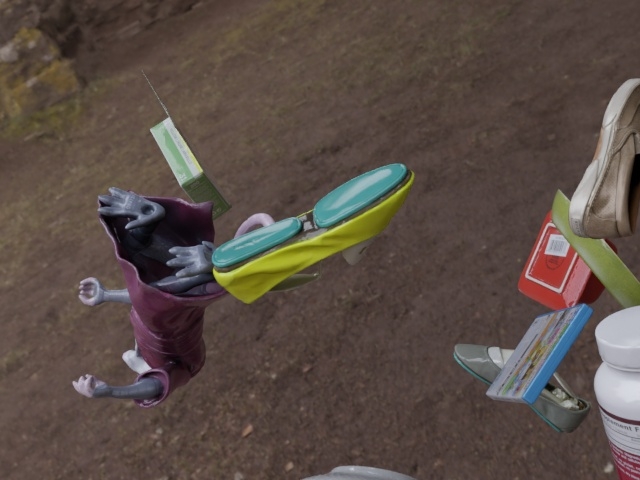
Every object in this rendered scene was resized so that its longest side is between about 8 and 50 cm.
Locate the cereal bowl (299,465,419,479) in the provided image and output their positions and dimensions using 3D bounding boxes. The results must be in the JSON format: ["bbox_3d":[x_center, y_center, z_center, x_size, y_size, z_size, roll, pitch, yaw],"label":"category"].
[{"bbox_3d":[0.081,0.447,1.185,0.338,0.339,0.141,-8,55,31],"label":"cereal bowl"}]

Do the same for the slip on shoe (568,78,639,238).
[{"bbox_3d":[0.220,-0.059,0.535,0.041,0.051,0.135,10,58,42],"label":"slip on shoe"}]

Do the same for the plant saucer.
[{"bbox_3d":[0.385,0.034,1.012,0.037,0.241,0.241,-39,26,15],"label":"plant saucer"}]

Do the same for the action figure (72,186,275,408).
[{"bbox_3d":[-0.204,0.090,1.040,0.275,0.370,0.248,-7,48,-14],"label":"action figure"}]

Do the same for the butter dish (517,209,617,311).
[{"bbox_3d":[0.432,0.044,1.254,0.160,0.118,0.160,-69,21,5],"label":"butter dish"}]

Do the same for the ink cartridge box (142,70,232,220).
[{"bbox_3d":[-0.250,-0.160,1.313,0.056,0.235,0.171,-34,54,-1],"label":"ink cartridge box"}]

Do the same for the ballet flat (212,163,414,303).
[{"bbox_3d":[0.000,0.000,0.773,0.231,0.077,0.077,-26,27,9],"label":"ballet flat"}]

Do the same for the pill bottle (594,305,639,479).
[{"bbox_3d":[0.244,0.126,0.527,0.086,0.152,0.086,-18,14,4],"label":"pill bottle"}]

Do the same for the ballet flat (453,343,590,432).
[{"bbox_3d":[0.296,0.197,1.091,0.068,0.213,0.072,-55,1,25],"label":"ballet flat"}]

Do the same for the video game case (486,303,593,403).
[{"bbox_3d":[0.242,0.130,0.846,0.119,0.015,0.166,-53,-6,-9],"label":"video game case"}]
